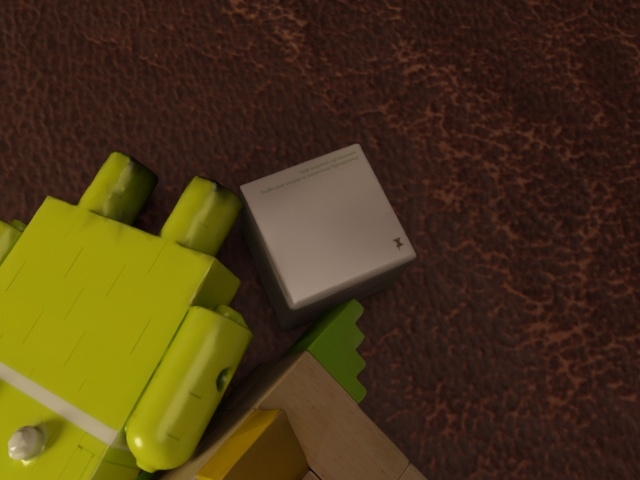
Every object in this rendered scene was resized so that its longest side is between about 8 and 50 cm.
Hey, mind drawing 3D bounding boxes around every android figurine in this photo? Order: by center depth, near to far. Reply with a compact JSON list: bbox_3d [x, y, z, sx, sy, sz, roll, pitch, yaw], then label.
[{"bbox_3d":[-0.166,0.067,0.417,0.248,0.056,0.272,20,70,28],"label":"android figurine"}]

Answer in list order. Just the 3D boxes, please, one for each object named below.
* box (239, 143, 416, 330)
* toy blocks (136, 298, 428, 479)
[{"bbox_3d":[0.000,0.000,0.481,0.101,0.087,0.102,-22,76,-14],"label":"box"},{"bbox_3d":[-0.029,0.262,0.360,0.261,0.191,0.381,48,63,-5],"label":"toy blocks"}]
